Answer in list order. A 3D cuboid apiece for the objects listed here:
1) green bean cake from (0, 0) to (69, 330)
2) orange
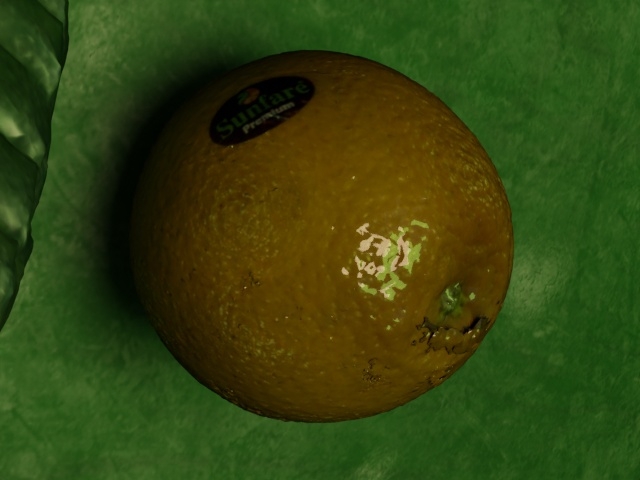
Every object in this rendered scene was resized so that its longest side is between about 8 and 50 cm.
[{"bbox_3d":[-0.276,-0.028,0.677,0.169,0.300,0.308,45,30,-35],"label":"green bean cake"},{"bbox_3d":[0.000,0.000,0.978,0.274,0.274,0.274,-24,124,-41],"label":"orange"}]
